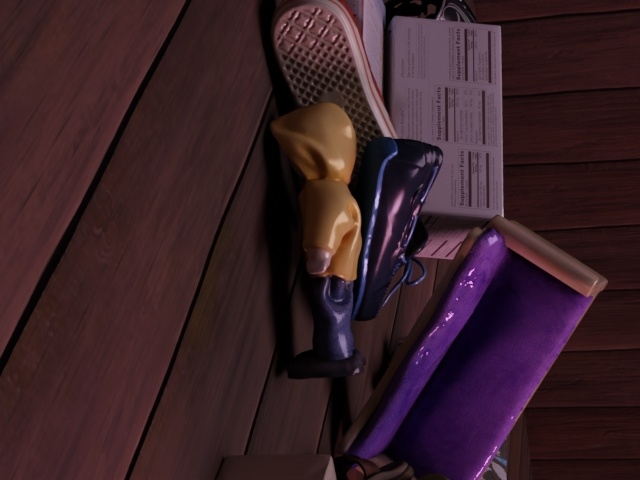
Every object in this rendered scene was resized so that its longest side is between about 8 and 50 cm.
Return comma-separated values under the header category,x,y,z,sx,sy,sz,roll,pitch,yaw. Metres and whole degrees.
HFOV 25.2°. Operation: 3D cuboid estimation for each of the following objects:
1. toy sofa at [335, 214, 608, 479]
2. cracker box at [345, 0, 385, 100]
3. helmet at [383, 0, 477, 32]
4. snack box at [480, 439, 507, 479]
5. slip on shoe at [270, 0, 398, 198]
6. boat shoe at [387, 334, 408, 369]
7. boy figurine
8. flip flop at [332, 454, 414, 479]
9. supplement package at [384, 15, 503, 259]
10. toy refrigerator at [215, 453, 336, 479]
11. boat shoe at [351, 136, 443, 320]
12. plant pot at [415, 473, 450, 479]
category,x,y,z,sx,sy,sz,roll,pitch,yaw
toy sofa,0.182,0.158,1.722,0.362,0.150,0.177,-60,163,12
cracker box,0.036,-0.211,1.744,0.156,0.067,0.232,54,36,-69
helmet,0.159,-0.280,2.079,0.161,0.169,0.169,52,34,-41
snack box,0.174,0.384,1.940,0.187,0.060,0.322,-52,-175,18
slip on shoe,0.022,-0.138,1.582,0.101,0.123,0.331,-85,162,-54
boat shoe,0.133,0.177,2.057,0.258,0.095,0.084,45,39,-86
boy figurine,0.000,0.000,1.488,0.177,0.092,0.285,-53,138,-83
flip flop,0.026,0.278,1.566,0.080,0.112,0.277,45,13,14
supplement package,0.141,-0.128,1.868,0.204,0.145,0.262,122,-29,-71
toy refrigerator,-0.026,0.330,1.300,0.094,0.102,0.269,-70,154,-59
boat shoe,0.081,0.000,1.566,0.258,0.089,0.109,105,-23,-50
plant pot,0.174,0.431,1.540,0.276,0.254,0.276,-56,-167,21
